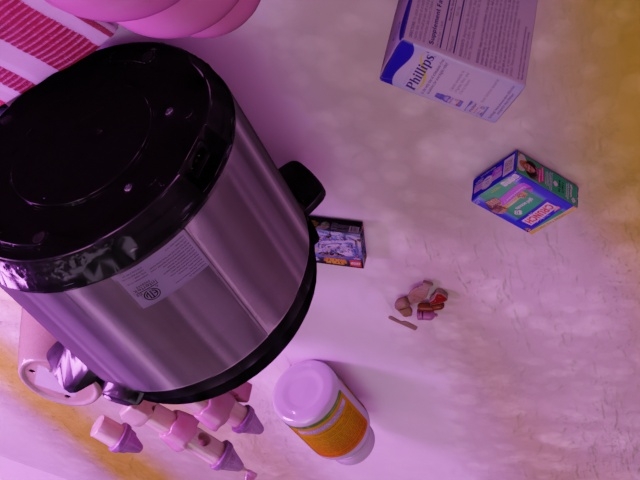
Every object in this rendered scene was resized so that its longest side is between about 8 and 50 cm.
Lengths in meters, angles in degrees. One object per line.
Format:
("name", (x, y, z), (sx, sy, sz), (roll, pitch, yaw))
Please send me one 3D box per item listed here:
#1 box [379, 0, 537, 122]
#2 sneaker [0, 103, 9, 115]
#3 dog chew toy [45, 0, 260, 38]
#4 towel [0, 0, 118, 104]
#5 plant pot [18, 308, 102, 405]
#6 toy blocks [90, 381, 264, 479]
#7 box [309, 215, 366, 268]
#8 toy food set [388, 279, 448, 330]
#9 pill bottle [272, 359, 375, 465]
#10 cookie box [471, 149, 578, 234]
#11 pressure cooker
("box", (0.145, -0.210, 1.017), (0.137, 0.126, 0.072), (20, 149, -8))
("sneaker", (-0.427, -0.141, 1.395), (0.163, 0.086, 0.226), (16, 171, 29))
("dog chew toy", (-0.153, -0.286, 0.919), (0.206, 0.207, 0.332), (1, 175, 20))
("towel", (-0.418, -0.242, 1.113), (0.329, 0.037, 0.237), (-17, 150, 39))
("plant pot", (-0.370, 0.115, 1.556), (0.256, 0.274, 0.257), (9, 141, 7))
("toy blocks", (-0.206, 0.265, 1.709), (0.260, 0.289, 0.309), (35, 130, -21))
("box", (0.000, 0.000, 1.494), (0.137, 0.027, 0.094), (7, 146, 11))
("toy food set", (0.167, 0.104, 1.603), (0.077, 0.019, 0.122), (25, 139, -18))
("pill bottle", (0.016, 0.351, 1.933), (0.136, 0.136, 0.246), (-5, 144, 27))
("cookie box", (0.268, -0.061, 1.281), (0.107, 0.040, 0.092), (26, 145, -20))
("pressure cooker", (-0.208, 0.009, 1.264), (0.369, 0.376, 0.420), (-5, 143, 23))
